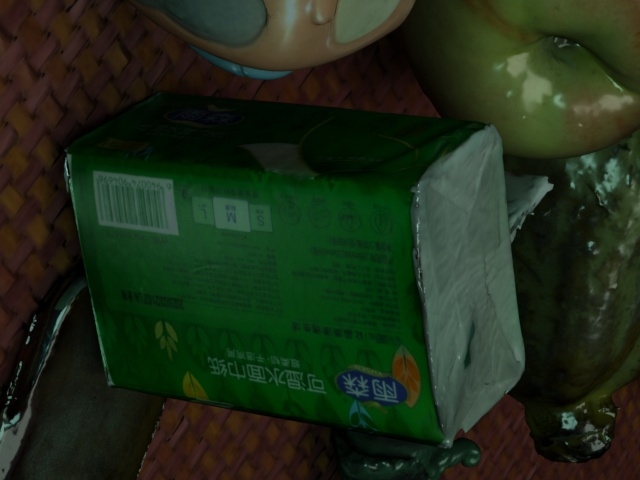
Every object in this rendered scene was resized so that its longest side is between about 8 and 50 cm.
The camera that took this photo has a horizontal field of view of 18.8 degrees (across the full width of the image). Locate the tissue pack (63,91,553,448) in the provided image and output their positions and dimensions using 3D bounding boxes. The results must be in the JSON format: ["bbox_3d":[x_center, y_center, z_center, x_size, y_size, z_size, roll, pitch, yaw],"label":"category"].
[{"bbox_3d":[0.001,0.001,1.008,0.156,0.209,0.148,-36,125,-51],"label":"tissue pack"}]

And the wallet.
[{"bbox_3d":[-0.147,0.135,1.071,0.137,0.031,0.255,17,94,-55],"label":"wallet"}]

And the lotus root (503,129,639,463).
[{"bbox_3d":[0.186,0.011,1.372,0.173,0.173,0.309,-15,123,-52],"label":"lotus root"}]

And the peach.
[{"bbox_3d":[0.145,-0.166,1.166,0.232,0.232,0.232,-35,137,-40],"label":"peach"}]

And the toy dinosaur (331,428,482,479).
[{"bbox_3d":[0.072,0.096,1.330,0.292,0.079,0.120,-64,150,-9],"label":"toy dinosaur"}]

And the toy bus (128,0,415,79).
[{"bbox_3d":[-0.003,-0.201,0.931,0.287,0.194,0.232,-39,152,-37],"label":"toy bus"}]
